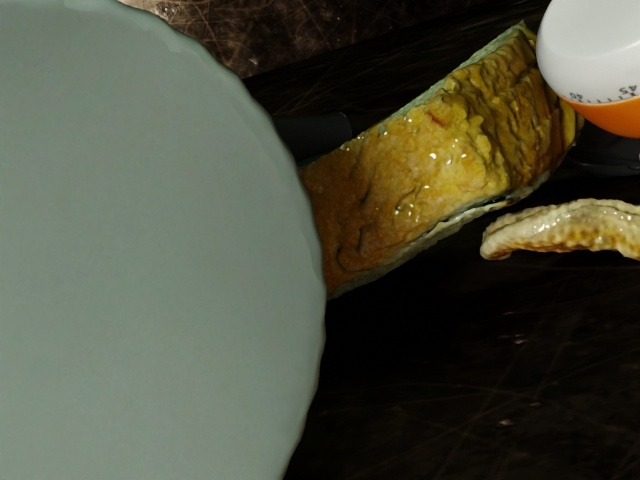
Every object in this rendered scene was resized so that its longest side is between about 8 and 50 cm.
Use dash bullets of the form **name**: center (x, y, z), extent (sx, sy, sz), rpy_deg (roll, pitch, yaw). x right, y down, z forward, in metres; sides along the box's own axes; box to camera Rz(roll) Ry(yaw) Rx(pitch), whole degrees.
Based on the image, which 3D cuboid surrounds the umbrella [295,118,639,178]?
- **umbrella**: center (0.135, -0.084, 0.851), extent (0.340, 0.118, 0.118), rpy_deg (-11, 15, 19)

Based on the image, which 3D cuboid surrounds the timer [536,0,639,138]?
- **timer**: center (0.197, -0.105, 0.605), extent (0.136, 0.136, 0.099), rpy_deg (-9, 52, 28)

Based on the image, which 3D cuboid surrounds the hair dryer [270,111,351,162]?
- **hair dryer**: center (-0.112, -0.110, 1.321), extent (0.235, 0.091, 0.271), rpy_deg (-13, 7, -26)

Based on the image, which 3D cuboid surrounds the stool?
- **stool**: center (-0.188, 0.019, 0.501), extent (0.297, 0.297, 0.330), rpy_deg (-25, 20, -28)

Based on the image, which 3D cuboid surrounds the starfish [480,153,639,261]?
- **starfish**: center (0.258, -0.032, 0.537), extent (0.375, 0.094, 0.327), rpy_deg (-13, 2, 18)

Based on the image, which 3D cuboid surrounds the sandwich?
- **sandwich**: center (0.030, -0.024, 0.669), extent (0.251, 0.087, 0.226), rpy_deg (-30, 7, 32)
